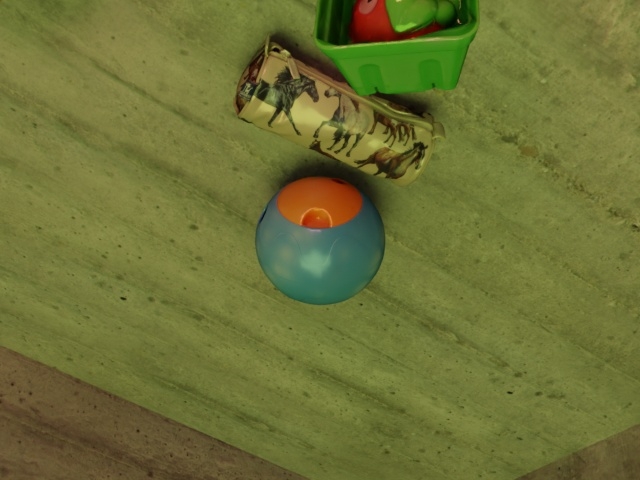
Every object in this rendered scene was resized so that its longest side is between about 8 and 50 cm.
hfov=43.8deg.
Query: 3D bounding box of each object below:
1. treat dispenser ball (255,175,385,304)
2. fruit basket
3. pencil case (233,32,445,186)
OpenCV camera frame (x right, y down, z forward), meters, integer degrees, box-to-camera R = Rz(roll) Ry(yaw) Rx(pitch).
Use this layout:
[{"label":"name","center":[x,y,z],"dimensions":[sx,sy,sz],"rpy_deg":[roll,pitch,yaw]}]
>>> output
[{"label":"treat dispenser ball","center":[0.000,0.000,1.769],"dimensions":[0.289,0.288,0.288],"rpy_deg":[5,137,5]},{"label":"fruit basket","center":[0.134,-0.450,1.212],"dimensions":[0.283,0.392,0.392],"rpy_deg":[-2,136,12]},{"label":"pencil case","center":[0.035,-0.251,1.592],"dimensions":[0.411,0.159,0.183],"rpy_deg":[22,150,-13]}]
